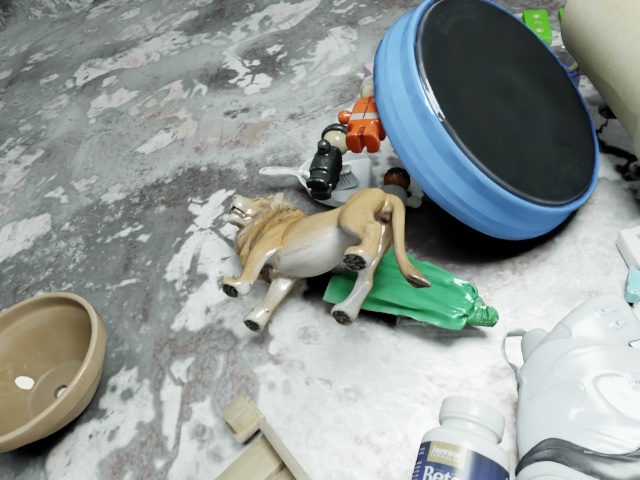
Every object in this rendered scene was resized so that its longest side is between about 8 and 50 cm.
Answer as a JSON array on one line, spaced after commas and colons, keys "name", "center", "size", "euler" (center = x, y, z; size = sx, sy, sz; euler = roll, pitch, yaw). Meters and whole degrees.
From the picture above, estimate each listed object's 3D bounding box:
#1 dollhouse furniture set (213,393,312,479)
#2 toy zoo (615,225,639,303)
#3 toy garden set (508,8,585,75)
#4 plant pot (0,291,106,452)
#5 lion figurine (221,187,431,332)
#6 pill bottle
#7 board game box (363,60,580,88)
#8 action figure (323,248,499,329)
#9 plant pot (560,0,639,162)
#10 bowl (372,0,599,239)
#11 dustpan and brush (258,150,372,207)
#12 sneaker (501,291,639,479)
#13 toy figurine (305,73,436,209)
[{"name": "dollhouse furniture set", "center": [-0.095, 0.384, 0.462], "size": [0.303, 0.174, 0.355], "euler": [-38, 25, -17]}, {"name": "toy zoo", "center": [0.537, 0.034, 0.595], "size": [0.293, 0.030, 0.192], "euler": [-17, 46, 2]}, {"name": "toy garden set", "center": [0.452, -0.368, 0.888], "size": [0.244, 0.049, 0.204], "euler": [3, 53, 11]}, {"name": "plant pot", "center": [-0.414, 0.202, 0.687], "size": [0.237, 0.110, 0.238], "euler": [-8, 48, 9]}, {"name": "lion figurine", "center": [0.000, 0.000, 0.670], "size": [0.391, 0.142, 0.240], "euler": [-6, 37, 35]}, {"name": "pill bottle", "center": [0.140, 0.254, 0.476], "size": [0.094, 0.094, 0.169], "euler": [9, 52, 24]}, {"name": "board game box", "center": [0.296, -0.334, 0.978], "size": [0.318, 0.066, 0.318], "euler": [-22, 46, -5]}, {"name": "action figure", "center": [0.135, 0.075, 0.657], "size": [0.232, 0.064, 0.137], "euler": [16, 57, 36]}, {"name": "plant pot", "center": [0.522, -0.278, 0.645], "size": [0.333, 0.334, 0.306], "euler": [-19, 54, 0]}, {"name": "bowl", "center": [0.259, -0.195, 0.687], "size": [0.390, 0.077, 0.392], "euler": [11, 65, -24]}, {"name": "dustpan and brush", "center": [-0.012, -0.123, 0.889], "size": [0.211, 0.060, 0.147], "euler": [-4, 48, 14]}, {"name": "sneaker", "center": [0.369, 0.158, 0.460], "size": [0.365, 0.137, 0.210], "euler": [-9, 50, 14]}, {"name": "toy figurine", "center": [0.102, -0.133, 0.749], "size": [0.209, 0.213, 0.148], "euler": [28, 56, -13]}]
